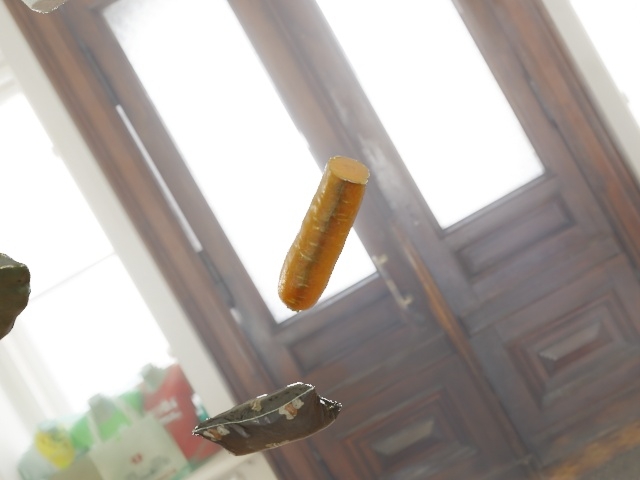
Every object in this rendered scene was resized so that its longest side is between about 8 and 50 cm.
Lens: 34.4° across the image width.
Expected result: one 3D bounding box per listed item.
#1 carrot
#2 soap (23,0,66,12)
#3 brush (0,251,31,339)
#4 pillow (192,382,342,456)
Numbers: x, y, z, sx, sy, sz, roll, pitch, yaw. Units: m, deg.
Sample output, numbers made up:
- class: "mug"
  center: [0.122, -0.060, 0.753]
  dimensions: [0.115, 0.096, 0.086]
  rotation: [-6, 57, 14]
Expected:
- class: "carrot"
  center: [0.000, 0.000, 1.287]
  dimensions: [0.067, 0.067, 0.225]
  rotation: [-33, -27, -51]
- class: "soap"
  center: [-0.332, -0.401, 0.985]
  dimensions: [0.115, 0.347, 0.208]
  rotation: [-27, 41, 20]
- class: "brush"
  center: [-0.275, 0.032, 0.499]
  dimensions: [0.323, 0.051, 0.070]
  rotation: [3, -63, -52]
- class: "pillow"
  center: [-0.056, 0.203, 1.154]
  dimensions: [0.150, 0.090, 0.048]
  rotation: [-21, 42, 12]
